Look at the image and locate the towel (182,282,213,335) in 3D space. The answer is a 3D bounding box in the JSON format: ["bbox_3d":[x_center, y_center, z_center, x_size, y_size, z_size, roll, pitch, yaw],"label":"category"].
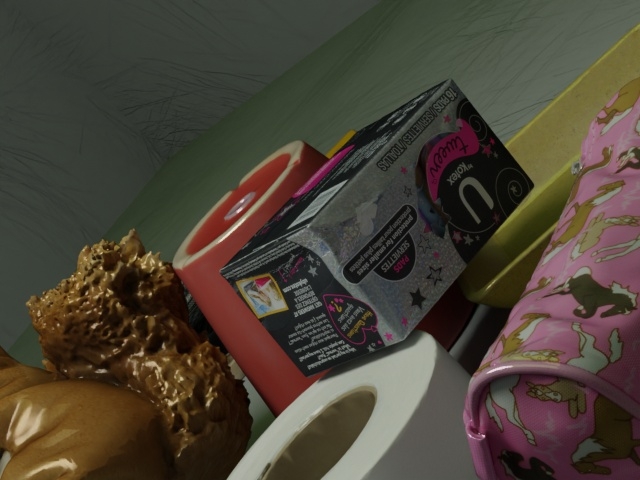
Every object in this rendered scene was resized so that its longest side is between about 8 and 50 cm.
[{"bbox_3d":[-0.196,0.136,2.184,0.312,0.056,0.324,-56,-4,-35],"label":"towel"}]

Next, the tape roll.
[{"bbox_3d":[0.026,0.211,1.334,0.286,0.100,0.286,-42,13,12],"label":"tape roll"}]

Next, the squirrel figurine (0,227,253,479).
[{"bbox_3d":[-0.291,0.183,1.659,0.397,0.281,0.370,-43,54,-13],"label":"squirrel figurine"}]

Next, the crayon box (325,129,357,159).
[{"bbox_3d":[0.028,-0.026,2.010,0.318,0.081,0.202,-45,28,-6],"label":"crayon box"}]

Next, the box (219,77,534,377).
[{"bbox_3d":[0.058,-0.011,1.445,0.163,0.142,0.247,-26,17,52],"label":"box"}]

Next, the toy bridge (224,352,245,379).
[{"bbox_3d":[-0.103,0.160,2.051,0.063,0.026,0.188,-50,14,-30],"label":"toy bridge"}]

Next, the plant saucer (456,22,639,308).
[{"bbox_3d":[0.269,-0.068,1.516,0.333,0.081,0.333,-42,13,7],"label":"plant saucer"}]

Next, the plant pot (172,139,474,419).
[{"bbox_3d":[-0.007,0.044,1.644,0.275,0.243,0.275,-42,12,11],"label":"plant pot"}]

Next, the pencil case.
[{"bbox_3d":[0.233,0.033,1.133,0.167,0.160,0.386,-43,11,45],"label":"pencil case"}]
